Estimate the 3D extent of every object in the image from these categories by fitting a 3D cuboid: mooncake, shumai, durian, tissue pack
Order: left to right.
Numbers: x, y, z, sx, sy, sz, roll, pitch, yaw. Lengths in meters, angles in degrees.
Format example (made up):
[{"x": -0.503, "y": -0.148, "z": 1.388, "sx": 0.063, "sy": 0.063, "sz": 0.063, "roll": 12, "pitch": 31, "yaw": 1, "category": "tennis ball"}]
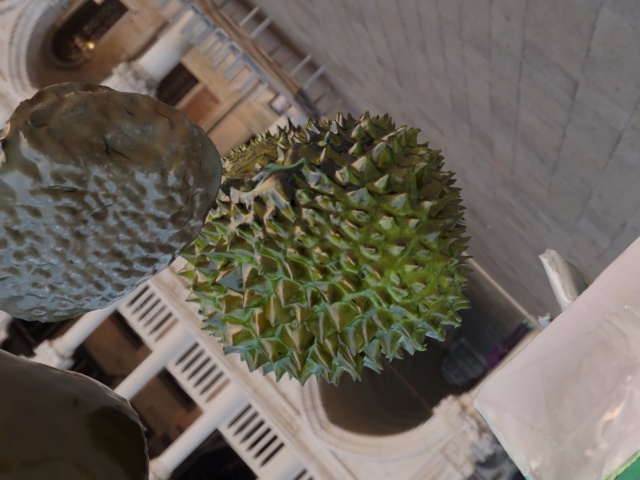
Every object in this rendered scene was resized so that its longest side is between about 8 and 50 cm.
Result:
[{"x": -0.255, "y": 0.221, "z": 0.570, "sx": 0.156, "sy": 0.284, "sz": 0.284, "roll": 24, "pitch": -168, "yaw": -30, "category": "mooncake"}, {"x": -0.142, "y": -0.031, "z": 0.431, "sx": 0.116, "sy": 0.145, "sz": 0.145, "roll": 48, "pitch": -177, "yaw": 38, "category": "shumai"}, {"x": -0.002, "y": 0.000, "z": 0.708, "sx": 0.291, "sy": 0.291, "sz": 0.224, "roll": 46, "pitch": 176, "yaw": 34, "category": "durian"}, {"x": 0.201, "y": 0.093, "z": 0.388, "sx": 0.209, "sy": 0.148, "sz": 0.156, "roll": 38, "pitch": -171, "yaw": -20, "category": "tissue pack"}]
